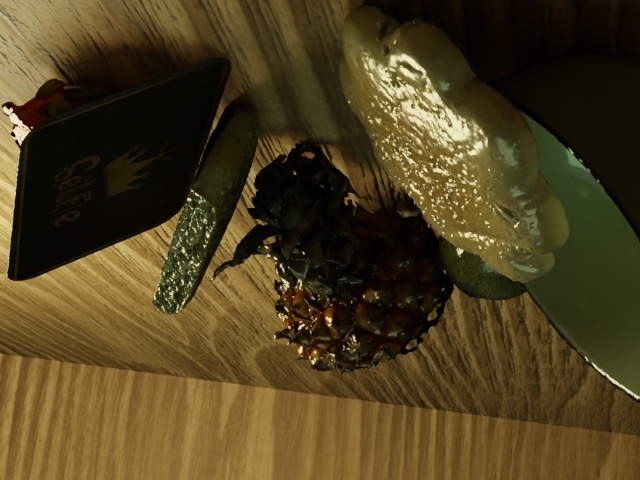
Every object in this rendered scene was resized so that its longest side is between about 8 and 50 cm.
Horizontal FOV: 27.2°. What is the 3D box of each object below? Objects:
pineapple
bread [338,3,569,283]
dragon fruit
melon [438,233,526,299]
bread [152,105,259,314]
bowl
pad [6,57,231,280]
[{"bbox_3d":[0.000,0.000,1.641,0.262,0.263,0.272,-1,149,32],"label":"pineapple"},{"bbox_3d":[0.113,-0.086,1.235,0.316,0.054,0.316,48,166,16],"label":"bread"},{"bbox_3d":[-0.265,-0.112,1.534,0.207,0.150,0.133,7,-164,-33],"label":"dragon fruit"},{"bbox_3d":[0.214,0.005,1.624,0.139,0.139,0.192,8,163,4],"label":"melon"},{"bbox_3d":[-0.125,-0.046,1.534,0.056,0.207,0.286,23,144,-3],"label":"bread"},{"bbox_3d":[0.297,-0.037,1.239,0.185,0.354,0.354,-33,168,-11],"label":"bowl"},{"bbox_3d":[-0.245,-0.035,1.456,0.315,0.063,0.375,-23,161,-24],"label":"pad"}]
